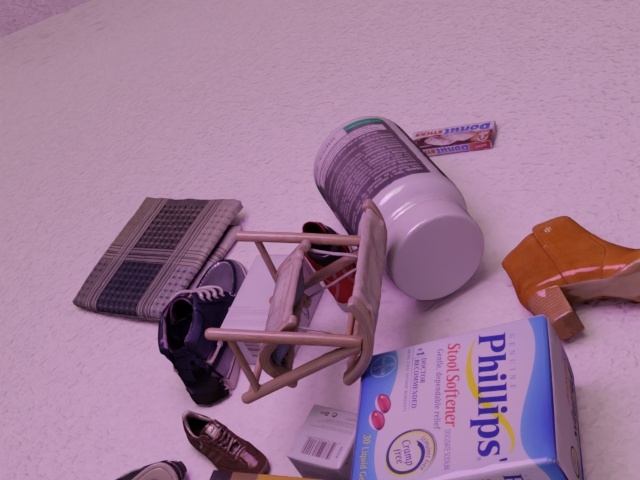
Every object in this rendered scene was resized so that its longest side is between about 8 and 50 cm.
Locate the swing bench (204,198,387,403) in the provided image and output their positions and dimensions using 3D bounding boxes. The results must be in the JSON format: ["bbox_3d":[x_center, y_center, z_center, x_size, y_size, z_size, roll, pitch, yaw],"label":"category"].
[{"bbox_3d":[-0.013,0.094,1.552,0.254,0.165,0.253,-13,35,19],"label":"swing bench"}]

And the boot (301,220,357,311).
[{"bbox_3d":[0.000,0.000,1.827,0.088,0.176,0.244,-32,37,-1],"label":"boot"}]

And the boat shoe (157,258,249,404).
[{"bbox_3d":[-0.209,0.123,1.835,0.127,0.158,0.341,-17,40,15],"label":"boat shoe"}]

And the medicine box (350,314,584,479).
[{"bbox_3d":[0.207,0.272,1.392,0.289,0.149,0.263,-17,36,22],"label":"medicine box"}]

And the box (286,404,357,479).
[{"bbox_3d":[0.024,0.322,1.524,0.101,0.087,0.102,5,49,36],"label":"box"}]

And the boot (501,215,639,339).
[{"bbox_3d":[0.444,0.019,1.584,0.295,0.104,0.211,-28,38,8],"label":"boot"}]

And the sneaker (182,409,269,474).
[{"bbox_3d":[-0.166,0.338,1.640,0.188,0.071,0.066,16,56,43],"label":"sneaker"}]

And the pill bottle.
[{"bbox_3d":[0.137,-0.063,1.787,0.204,0.204,0.361,-31,37,-1],"label":"pill bottle"}]

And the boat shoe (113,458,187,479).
[{"bbox_3d":[-0.326,0.433,1.650,0.233,0.084,0.079,-30,2,10],"label":"boat shoe"}]

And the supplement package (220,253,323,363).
[{"bbox_3d":[-0.085,0.123,1.800,0.105,0.105,0.179,-2,46,31],"label":"supplement package"}]

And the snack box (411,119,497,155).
[{"bbox_3d":[0.265,-0.203,2.009,0.178,0.022,0.064,-6,43,28],"label":"snack box"}]

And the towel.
[{"bbox_3d":[-0.337,0.035,2.114,0.312,0.056,0.324,3,51,39],"label":"towel"}]

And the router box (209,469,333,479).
[{"bbox_3d":[-0.084,0.483,1.402,0.242,0.081,0.309,-1,46,23],"label":"router box"}]
